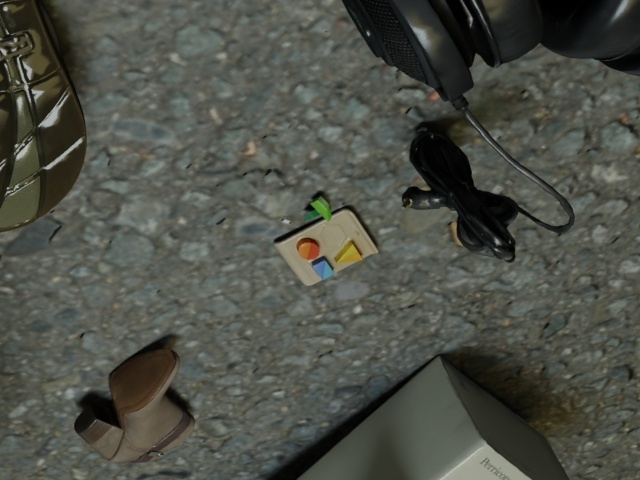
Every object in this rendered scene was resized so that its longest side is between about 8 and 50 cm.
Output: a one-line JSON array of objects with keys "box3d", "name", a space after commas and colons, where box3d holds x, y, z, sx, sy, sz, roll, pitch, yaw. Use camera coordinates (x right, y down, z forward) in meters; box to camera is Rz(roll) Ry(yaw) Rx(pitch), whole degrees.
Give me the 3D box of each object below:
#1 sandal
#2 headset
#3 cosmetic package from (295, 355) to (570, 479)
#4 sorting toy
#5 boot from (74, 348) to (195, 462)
[{"box3d": [-0.193, -0.103, 0.945, 0.090, 0.060, 0.219, -18, 126, -7], "name": "sandal"}, {"box3d": [0.110, -0.165, 0.946, 0.243, 0.185, 0.394, -8, 125, -15], "name": "headset"}, {"box3d": [0.047, 0.258, 1.342, 0.309, 0.113, 0.160, -43, 126, 14], "name": "cosmetic package"}, {"box3d": [0.000, 0.000, 1.158, 0.062, 0.012, 0.083, -24, 140, 10], "name": "sorting toy"}, {"box3d": [-0.126, 0.128, 1.247, 0.118, 0.042, 0.087, -36, 143, 23], "name": "boot"}]
